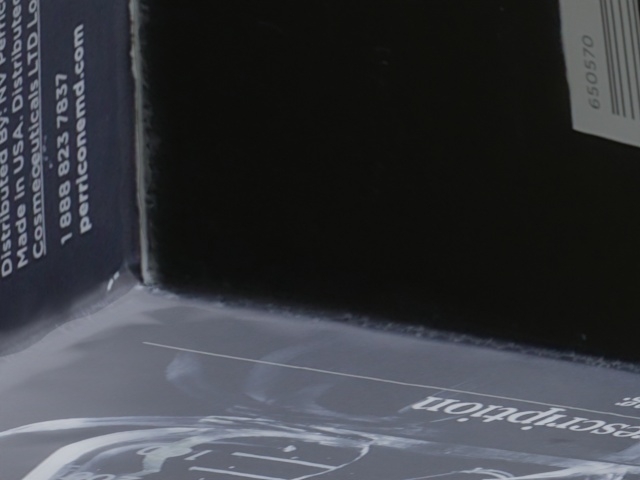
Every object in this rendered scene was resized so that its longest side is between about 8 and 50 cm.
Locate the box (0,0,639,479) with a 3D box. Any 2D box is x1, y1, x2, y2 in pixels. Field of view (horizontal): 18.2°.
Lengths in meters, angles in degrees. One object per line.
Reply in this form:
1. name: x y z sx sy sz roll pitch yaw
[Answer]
1. box: 0.000 0.000 0.596 0.343 0.179 0.312 11 157 -37
